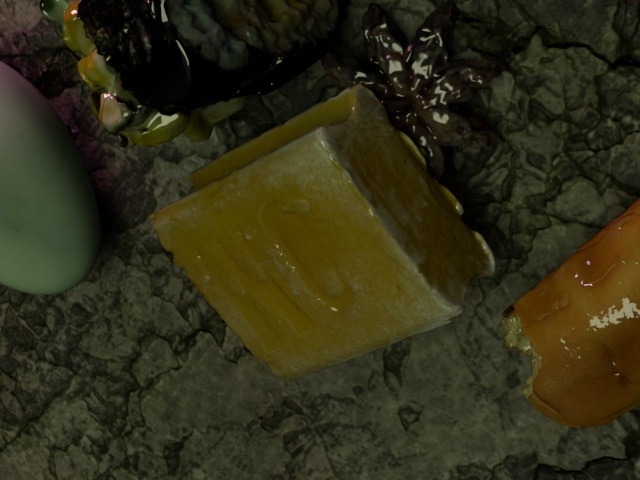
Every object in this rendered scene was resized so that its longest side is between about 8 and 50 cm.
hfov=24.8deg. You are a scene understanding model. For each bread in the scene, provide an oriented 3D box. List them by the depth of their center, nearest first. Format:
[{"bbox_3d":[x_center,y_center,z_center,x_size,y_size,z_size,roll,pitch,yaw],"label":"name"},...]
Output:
[{"bbox_3d":[0.365,0.077,1.704,0.195,0.149,0.344,46,119,4],"label":"bread"}]

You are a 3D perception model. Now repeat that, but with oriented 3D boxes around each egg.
[{"bbox_3d":[-0.435,-0.090,1.943,0.230,0.230,0.371,-31,100,28],"label":"egg"}]

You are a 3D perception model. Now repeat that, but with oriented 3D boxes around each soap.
[{"bbox_3d":[0.000,0.000,1.783,0.335,0.156,0.293,-23,108,42],"label":"soap"}]

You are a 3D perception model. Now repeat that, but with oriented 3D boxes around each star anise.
[{"bbox_3d":[0.100,-0.168,1.761,0.236,0.109,0.223,5,114,19],"label":"star anise"}]

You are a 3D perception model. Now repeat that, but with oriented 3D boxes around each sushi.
[{"bbox_3d":[-0.175,-0.285,1.719,0.285,0.328,0.328,-25,98,42],"label":"sushi"}]
